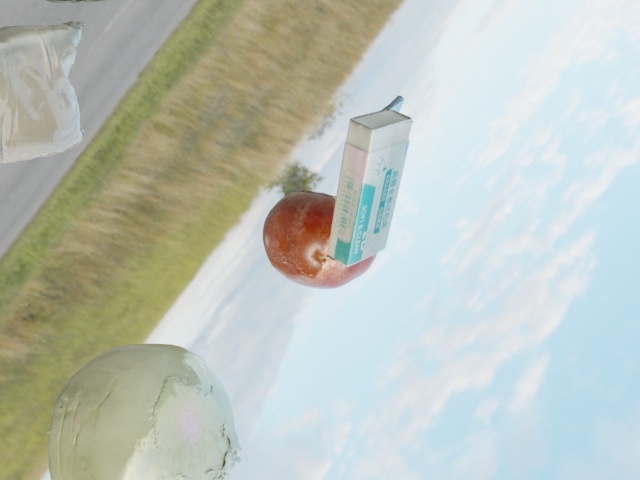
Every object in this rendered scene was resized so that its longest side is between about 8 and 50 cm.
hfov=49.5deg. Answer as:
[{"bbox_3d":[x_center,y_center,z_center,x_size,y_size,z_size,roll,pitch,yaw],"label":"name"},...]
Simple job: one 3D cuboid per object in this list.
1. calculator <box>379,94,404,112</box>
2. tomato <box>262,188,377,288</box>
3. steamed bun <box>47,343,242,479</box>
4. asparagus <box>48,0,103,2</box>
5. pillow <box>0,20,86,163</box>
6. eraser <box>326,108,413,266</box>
[{"bbox_3d":[0.125,-0.243,1.372,0.172,0.018,0.057,-46,157,-53],"label":"calculator"},{"bbox_3d":[0.003,0.000,1.361,0.232,0.232,0.188,-131,-127,-80],"label":"tomato"},{"bbox_3d":[-0.293,0.337,1.235,0.233,0.312,0.334,-8,179,37],"label":"steamed bun"},{"bbox_3d":[-0.404,-0.381,0.996,0.080,0.287,0.080,-174,-90,-87],"label":"asparagus"},{"bbox_3d":[-0.383,-0.188,0.899,0.173,0.067,0.270,-23,162,-29],"label":"pillow"},{"bbox_3d":[0.070,-0.075,1.026,0.095,0.052,0.225,-22,132,-41],"label":"eraser"}]
